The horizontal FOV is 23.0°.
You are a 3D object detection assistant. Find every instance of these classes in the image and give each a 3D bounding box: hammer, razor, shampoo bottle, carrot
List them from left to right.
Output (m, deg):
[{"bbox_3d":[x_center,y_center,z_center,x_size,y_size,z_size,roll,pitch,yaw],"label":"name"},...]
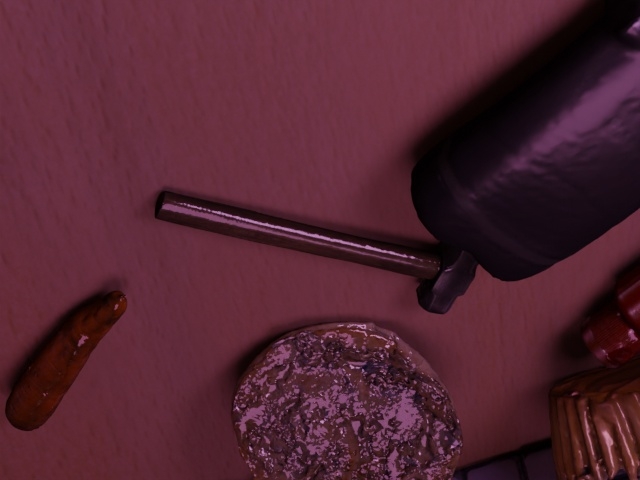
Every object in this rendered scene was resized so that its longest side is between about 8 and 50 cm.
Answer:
[{"bbox_3d":[-0.286,0.131,1.777,0.059,0.059,0.248,22,126,-29],"label":"carrot"},{"bbox_3d":[0.000,0.000,1.697,0.365,0.043,0.111,12,134,-20],"label":"hammer"},{"bbox_3d":[0.259,-0.100,1.580,0.204,0.113,0.349,29,125,-31],"label":"razor"},{"bbox_3d":[0.431,0.035,1.780,0.118,0.076,0.314,22,130,-39],"label":"shampoo bottle"}]

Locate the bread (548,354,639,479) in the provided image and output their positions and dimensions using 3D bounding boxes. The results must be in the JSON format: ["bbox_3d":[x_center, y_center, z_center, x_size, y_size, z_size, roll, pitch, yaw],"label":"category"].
[{"bbox_3d":[0.402,0.211,1.879,0.274,0.274,0.149,-15,95,6],"label":"bread"}]

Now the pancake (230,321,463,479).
[{"bbox_3d":[0.031,0.221,1.856,0.282,0.049,0.282,-1,109,-2],"label":"pancake"}]

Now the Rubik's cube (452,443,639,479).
[{"bbox_3d":[0.329,0.492,2.056,0.337,0.343,0.344,-19,137,9],"label":"Rubik's cube"}]
